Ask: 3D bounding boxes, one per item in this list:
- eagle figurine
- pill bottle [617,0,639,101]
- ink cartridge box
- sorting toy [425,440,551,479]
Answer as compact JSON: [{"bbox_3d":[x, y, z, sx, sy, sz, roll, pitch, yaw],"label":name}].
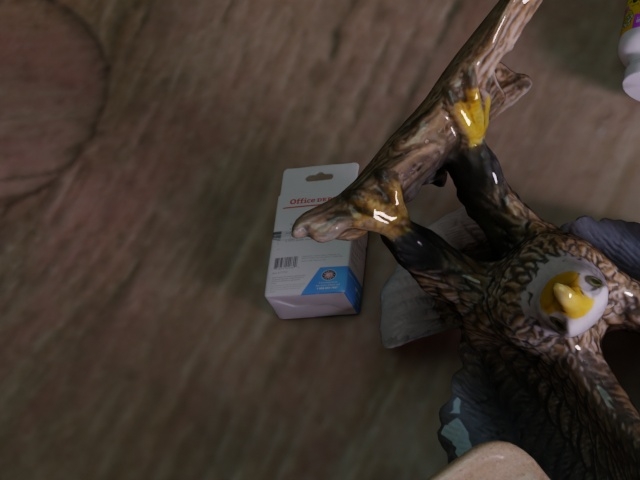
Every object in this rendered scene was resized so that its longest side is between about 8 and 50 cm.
[{"bbox_3d":[0.137,0.048,0.864,0.298,0.225,0.226,41,124,7],"label":"eagle figurine"},{"bbox_3d":[0.188,-0.118,1.007,0.043,0.043,0.083,3,61,24],"label":"pill bottle"},{"bbox_3d":[0.000,0.000,1.018,0.048,0.028,0.083,-4,59,20],"label":"ink cartridge box"},{"bbox_3d":[0.007,0.234,0.669,0.307,0.041,0.229,-35,53,-4],"label":"sorting toy"}]
